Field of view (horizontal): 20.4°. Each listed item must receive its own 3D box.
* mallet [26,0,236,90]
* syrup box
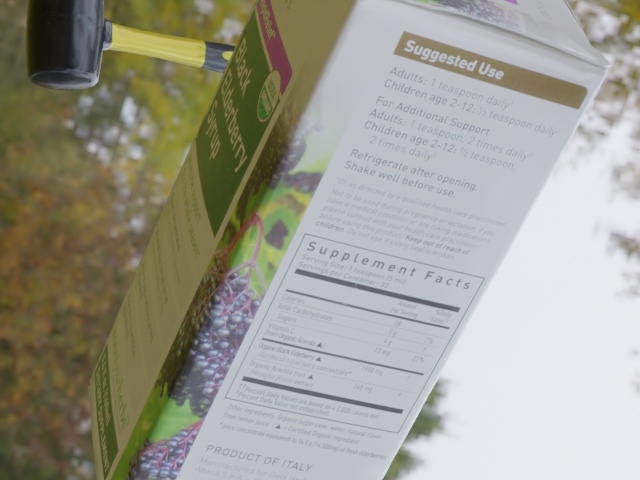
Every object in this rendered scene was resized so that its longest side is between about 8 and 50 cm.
[{"bbox_3d":[-0.070,-0.109,0.940,0.039,0.189,0.062,-14,-100,52],"label":"mallet"},{"bbox_3d":[0.000,0.000,0.638,0.093,0.096,0.237,-107,-143,-53],"label":"syrup box"}]
